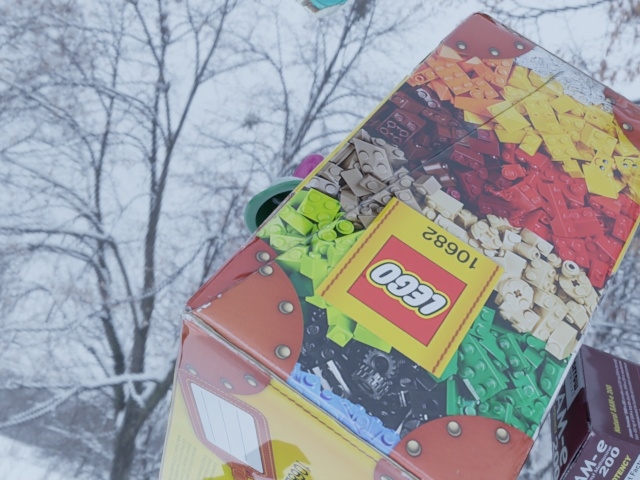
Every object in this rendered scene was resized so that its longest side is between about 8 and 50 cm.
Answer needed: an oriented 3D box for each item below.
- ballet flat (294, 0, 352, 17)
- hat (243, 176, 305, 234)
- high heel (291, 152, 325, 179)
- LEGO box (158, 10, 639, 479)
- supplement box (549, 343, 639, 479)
[{"bbox_3d":[-0.019,-0.551,1.250,0.147,0.409,0.147,-6,-9,-1],"label":"ballet flat"},{"bbox_3d":[-0.051,-0.101,1.302,0.208,0.183,0.173,-30,-47,31],"label":"hat"},{"bbox_3d":[0.000,0.000,1.680,0.127,0.377,0.181,-9,27,-19],"label":"high heel"},{"bbox_3d":[0.046,0.113,0.657,0.193,0.372,0.500,34,-36,10],"label":"LEGO box"},{"bbox_3d":[0.313,0.182,0.594,0.239,0.130,0.073,21,-63,6],"label":"supplement box"}]
